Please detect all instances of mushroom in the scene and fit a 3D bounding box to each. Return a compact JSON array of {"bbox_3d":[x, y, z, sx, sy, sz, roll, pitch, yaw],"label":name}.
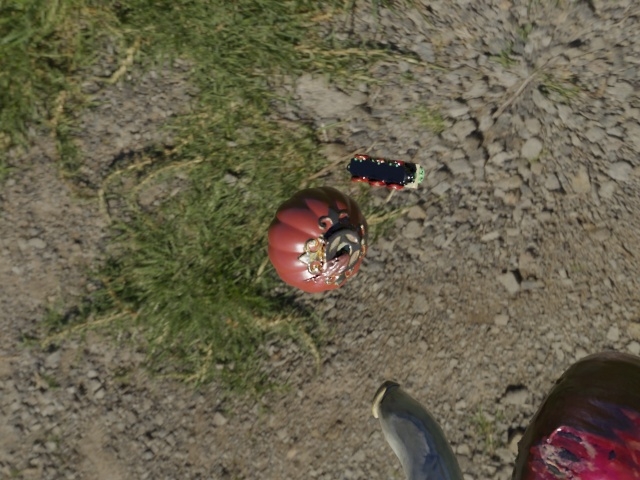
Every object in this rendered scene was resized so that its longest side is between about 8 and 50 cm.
[{"bbox_3d":[0.180,0.382,1.193,0.109,0.097,0.351,-50,43,28],"label":"mushroom"}]

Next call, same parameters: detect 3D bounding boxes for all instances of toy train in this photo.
[{"bbox_3d":[0.114,-0.118,1.235,0.137,0.087,0.050,14,103,38],"label":"toy train"}]

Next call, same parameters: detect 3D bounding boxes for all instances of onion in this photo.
[{"bbox_3d":[0.291,0.237,0.709,0.190,0.246,0.247,23,110,42],"label":"onion"}]

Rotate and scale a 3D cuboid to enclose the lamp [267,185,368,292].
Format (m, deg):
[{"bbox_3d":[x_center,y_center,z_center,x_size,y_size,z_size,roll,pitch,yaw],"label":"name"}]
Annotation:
[{"bbox_3d":[0.000,0.000,1.507,0.226,0.227,0.227,4,103,15],"label":"lamp"}]
